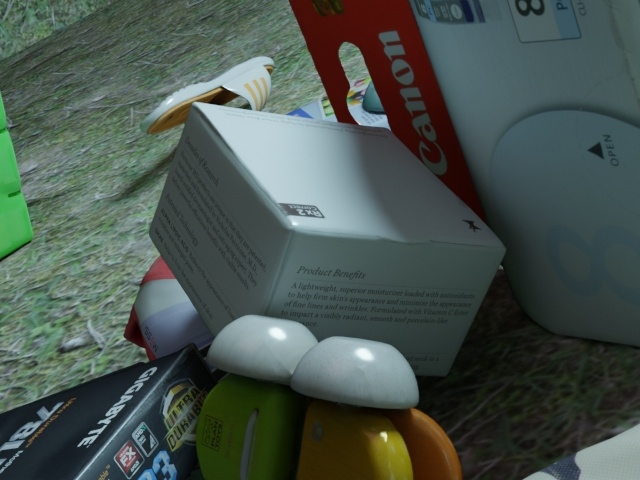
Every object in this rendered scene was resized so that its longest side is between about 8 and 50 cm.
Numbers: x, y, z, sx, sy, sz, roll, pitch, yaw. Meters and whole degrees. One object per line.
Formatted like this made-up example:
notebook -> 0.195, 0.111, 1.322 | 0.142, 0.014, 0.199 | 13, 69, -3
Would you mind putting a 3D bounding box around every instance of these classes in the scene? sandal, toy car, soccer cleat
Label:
sandal -> -0.134, -0.162, 1.705 | 0.102, 0.076, 0.265 | -37, -1, 36
toy car -> 0.006, 0.134, 0.821 | 0.182, 0.159, 0.136 | 10, 2, 44
soccer cleat -> -0.069, 0.097, 1.044 | 0.116, 0.108, 0.318 | -55, 33, 5

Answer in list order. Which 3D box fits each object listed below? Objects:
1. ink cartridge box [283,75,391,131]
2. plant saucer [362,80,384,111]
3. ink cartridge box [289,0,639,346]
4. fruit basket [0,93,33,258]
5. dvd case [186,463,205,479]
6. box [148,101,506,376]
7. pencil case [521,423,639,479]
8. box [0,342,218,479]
ink cartridge box -> 0.065, -0.132, 1.467 | 0.311, 0.065, 0.186 | -27, 22, -5
plant saucer -> 0.098, -0.174, 1.420 | 0.119, 0.021, 0.119 | -19, 23, 8
ink cartridge box -> 0.109, -0.085, 0.973 | 0.091, 0.308, 0.385 | -37, 25, -33
fruit basket -> -0.559, -0.094, 1.582 | 0.392, 0.392, 0.283 | -34, 24, -25
dvd case -> -0.107, 0.199, 0.932 | 0.087, 0.013, 0.119 | -17, 22, 15
box -> 0.000, 0.000, 0.958 | 0.181, 0.119, 0.182 | 5, 30, -33
pencil case -> 0.233, 0.127, 0.563 | 0.410, 0.160, 0.183 | -25, 31, -2
box -> -0.238, 0.208, 0.895 | 0.293, 0.073, 0.295 | -24, 17, 35
